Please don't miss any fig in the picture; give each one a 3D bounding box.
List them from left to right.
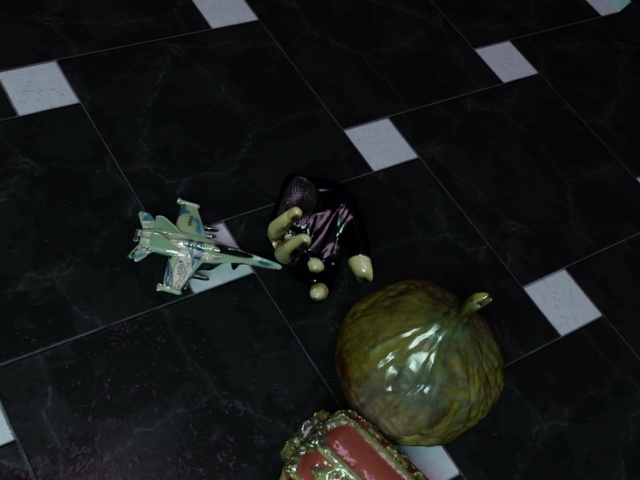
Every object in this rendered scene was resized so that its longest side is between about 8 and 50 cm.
[{"bbox_3d":[0.193,0.164,1.371,0.286,0.368,0.286,11,59,-19],"label":"fig"}]

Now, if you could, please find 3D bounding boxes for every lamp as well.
[{"bbox_3d":[0.064,0.378,1.288,0.274,0.177,0.177,44,53,13],"label":"lamp"}]

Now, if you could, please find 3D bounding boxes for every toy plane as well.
[{"bbox_3d":[-0.200,0.024,1.526,0.262,0.088,0.192,19,55,-17],"label":"toy plane"}]

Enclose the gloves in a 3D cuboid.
[{"bbox_3d":[-0.001,0.003,1.552,0.197,0.152,0.301,10,26,-3],"label":"gloves"}]
